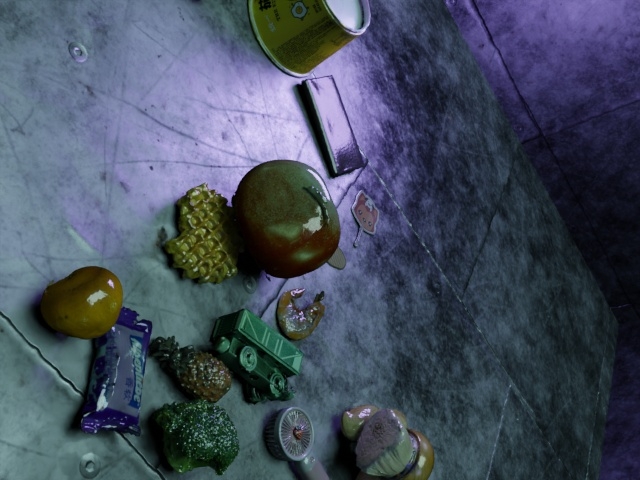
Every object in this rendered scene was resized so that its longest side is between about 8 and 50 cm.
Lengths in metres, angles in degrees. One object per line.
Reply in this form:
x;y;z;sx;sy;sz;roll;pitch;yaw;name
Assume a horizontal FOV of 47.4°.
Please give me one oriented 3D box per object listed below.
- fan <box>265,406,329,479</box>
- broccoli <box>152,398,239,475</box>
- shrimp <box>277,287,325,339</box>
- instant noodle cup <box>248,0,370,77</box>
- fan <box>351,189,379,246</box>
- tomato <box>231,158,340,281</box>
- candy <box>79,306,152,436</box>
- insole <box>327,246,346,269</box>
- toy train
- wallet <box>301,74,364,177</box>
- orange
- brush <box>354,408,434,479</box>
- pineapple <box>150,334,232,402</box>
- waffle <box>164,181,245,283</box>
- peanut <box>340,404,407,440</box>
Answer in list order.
-0.048;0.528;1.819;0.244;0.074;0.130;61;38;-14;fan
-0.262;0.412;1.535;0.195;0.156;0.195;47;-2;2;broccoli
-0.048;0.188;1.978;0.187;0.052;0.132;-42;109;-47;shrimp
-0.021;-0.694;2.220;0.326;0.254;0.325;22;59;-44;instant noodle cup
0.138;-0.060;2.350;0.132;0.009;0.220;47;43;-27;fan
-0.076;-0.053;1.845;0.303;0.239;0.303;-23;90;-83;tomato
-0.411;0.265;1.485;0.145;0.070;0.275;34;46;-47;candy
0.000;0.000;2.156;0.253;0.005;0.086;46;44;-29;insole
-0.159;0.287;1.758;0.269;0.115;0.154;43;37;-32;toy train
0.037;-0.367;2.327;0.170;0.044;0.321;-25;98;-52;wallet
-0.461;0.123;1.420;0.156;0.157;0.134;-32;111;-52;orange
0.159;0.591;1.926;0.166;0.266;0.174;39;13;-28;brush
-0.290;0.277;1.608;0.198;0.108;0.108;43;45;-21;pineapple
-0.281;-0.019;1.775;0.249;0.056;0.253;1;76;-53;waffle
0.152;0.519;2.048;0.263;0.101;0.117;25;43;-44;peanut
